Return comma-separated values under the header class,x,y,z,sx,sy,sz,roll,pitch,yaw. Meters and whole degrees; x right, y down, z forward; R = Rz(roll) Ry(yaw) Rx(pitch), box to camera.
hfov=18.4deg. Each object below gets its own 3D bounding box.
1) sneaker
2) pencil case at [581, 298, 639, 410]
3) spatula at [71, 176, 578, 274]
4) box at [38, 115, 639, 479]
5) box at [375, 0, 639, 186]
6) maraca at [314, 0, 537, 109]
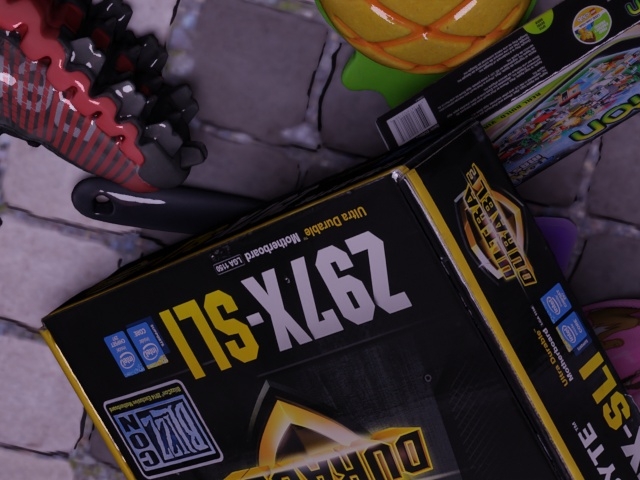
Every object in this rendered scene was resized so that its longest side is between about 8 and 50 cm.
class,x,y,z,sx,sy,sz,roll,pitch,yaw
sneaker,-0.193,-0.106,1.090,0.276,0.097,0.135,39,112,-12
pencil case,0.217,0.223,1.197,0.167,0.160,0.386,-4,123,44
spatula,0.000,0.000,1.167,0.297,0.030,0.084,11,123,-2
box,0.017,0.101,1.082,0.322,0.079,0.257,-21,100,46
box,0.142,-0.092,1.072,0.207,0.114,0.036,-32,68,18
maraca,0.057,-0.133,1.066,0.127,0.099,0.185,0,142,8
